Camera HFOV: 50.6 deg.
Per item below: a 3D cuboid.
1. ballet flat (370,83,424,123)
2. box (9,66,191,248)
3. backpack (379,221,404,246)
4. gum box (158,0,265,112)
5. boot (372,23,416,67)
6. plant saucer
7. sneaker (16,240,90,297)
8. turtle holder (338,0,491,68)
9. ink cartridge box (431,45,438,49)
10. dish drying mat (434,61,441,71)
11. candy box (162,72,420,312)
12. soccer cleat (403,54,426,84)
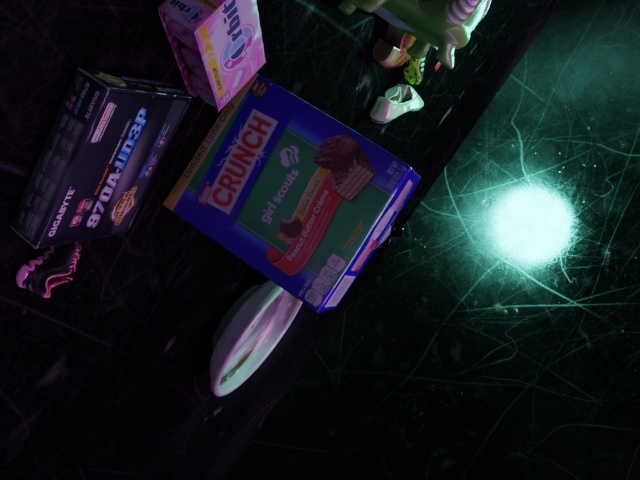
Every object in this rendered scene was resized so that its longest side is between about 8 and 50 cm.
[{"bbox_3d":[0.214,-0.377,1.815,0.248,0.086,0.086,-36,157,-52],"label":"ballet flat"},{"bbox_3d":[-0.270,-0.102,0.851,0.220,0.051,0.175,-59,166,17],"label":"box"},{"bbox_3d":[0.016,-0.040,1.572,0.263,0.276,0.213,-47,161,-5],"label":"backpack"},{"bbox_3d":[-0.136,-0.265,0.897,0.107,0.062,0.188,-51,166,-16],"label":"gum box"},{"bbox_3d":[0.201,-0.479,1.536,0.197,0.073,0.152,-47,169,22],"label":"boot"},{"bbox_3d":[-0.186,0.230,1.826,0.400,0.101,0.400,-51,167,-17],"label":"plant saucer"},{"bbox_3d":[-0.343,0.031,0.906,0.119,0.057,0.047,-49,163,-29],"label":"sneaker"},{"bbox_3d":[0.176,-0.445,1.121,0.227,0.243,0.320,-59,178,9],"label":"turtle holder"},{"bbox_3d":[0.206,-0.474,1.383,0.109,0.151,0.063,-58,166,12],"label":"ink cartridge box"},{"bbox_3d":[0.375,-0.555,2.074,0.083,0.008,0.032,-55,167,-3],"label":"dish drying mat"},{"bbox_3d":[-0.046,-0.082,1.099,0.268,0.317,0.122,-58,165,4],"label":"candy box"},{"bbox_3d":[0.251,-0.468,1.755,0.072,0.060,0.179,-54,164,-13],"label":"soccer cleat"}]
